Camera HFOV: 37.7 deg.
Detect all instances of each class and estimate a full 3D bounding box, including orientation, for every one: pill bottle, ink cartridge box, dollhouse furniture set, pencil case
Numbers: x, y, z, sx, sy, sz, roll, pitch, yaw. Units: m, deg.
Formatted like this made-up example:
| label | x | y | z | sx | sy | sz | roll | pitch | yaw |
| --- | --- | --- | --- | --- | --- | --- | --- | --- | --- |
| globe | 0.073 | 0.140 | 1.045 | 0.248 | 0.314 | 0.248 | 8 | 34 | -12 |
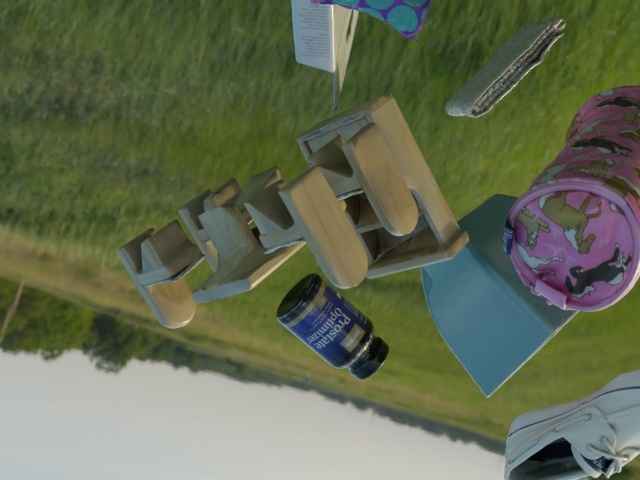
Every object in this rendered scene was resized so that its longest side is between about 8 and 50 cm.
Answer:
| label | x | y | z | sx | sy | sz | roll | pitch | yaw |
| --- | --- | --- | --- | --- | --- | --- | --- | --- | --- |
| pill bottle | 0.028 | 0.176 | 1.872 | 0.219 | 0.123 | 0.123 | 41 | 164 | -15 |
| ink cartridge box | 0.013 | -0.419 | 1.369 | 0.071 | 0.324 | 0.330 | 6 | 139 | 6 |
| dollhouse furniture set | 0.000 | 0.000 | 1.319 | 0.362 | 0.394 | 0.257 | -17 | 107 | 44 |
| pencil case | 0.344 | -0.065 | 1.148 | 0.167 | 0.160 | 0.386 | -12 | -161 | 33 |
| pencil case | 0.059 | -0.297 | 1.132 | 0.151 | 0.070 | 0.064 | 18 | -164 | -5 |

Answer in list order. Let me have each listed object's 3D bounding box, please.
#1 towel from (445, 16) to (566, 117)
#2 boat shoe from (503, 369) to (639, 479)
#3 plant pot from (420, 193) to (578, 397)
| label | x | y | z | sx | sy | sz | roll | pitch | yaw |
| --- | --- | --- | --- | --- | --- | --- | --- | --- | --- |
| towel | 0.395 | -0.367 | 2.015 | 0.049 | 0.282 | 0.187 | 46 | 179 | -12 |
| boat shoe | 0.307 | 0.219 | 1.023 | 0.095 | 0.084 | 0.258 | 39 | 137 | -12 |
| plant pot | 0.323 | 0.070 | 1.639 | 0.252 | 0.247 | 0.248 | 46 | 144 | 14 |
